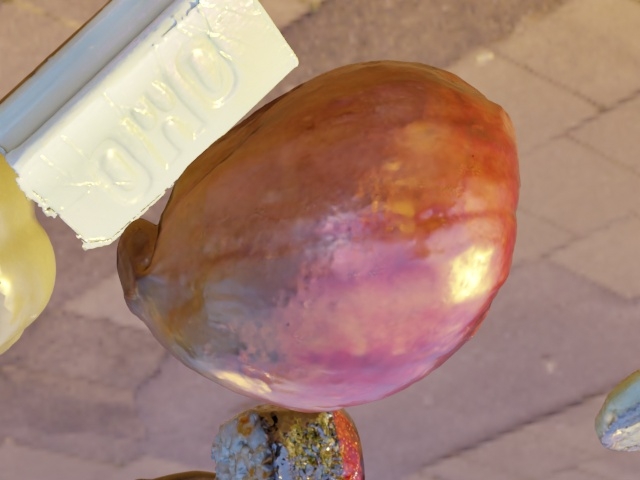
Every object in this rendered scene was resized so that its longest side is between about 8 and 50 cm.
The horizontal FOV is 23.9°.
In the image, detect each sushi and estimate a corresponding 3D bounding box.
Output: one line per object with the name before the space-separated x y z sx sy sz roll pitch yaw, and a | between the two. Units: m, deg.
sushi | -0.034 0.273 1.569 0.126 0.225 0.136 2 -179 -38

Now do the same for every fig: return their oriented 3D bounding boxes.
fig | 0.013 0.002 0.973 0.263 0.224 0.224 -37 150 0

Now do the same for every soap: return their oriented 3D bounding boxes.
soap | -0.156 -0.125 1.314 0.261 0.094 0.150 -45 136 -5

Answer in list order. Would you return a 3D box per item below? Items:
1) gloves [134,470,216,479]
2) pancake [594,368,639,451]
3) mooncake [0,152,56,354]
gloves | -0.214 0.395 2.069 0.301 0.152 0.197 -7 177 -6
pancake | 0.369 0.135 1.416 0.254 0.037 0.253 -14 155 -7
mooncake | -0.387 0.004 1.500 0.275 0.135 0.275 12 121 21
